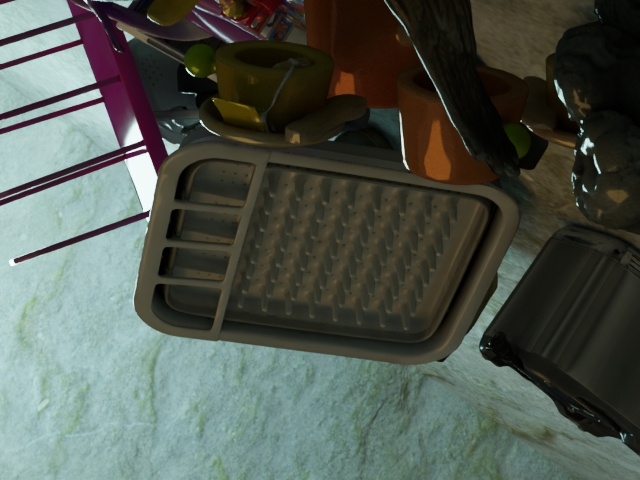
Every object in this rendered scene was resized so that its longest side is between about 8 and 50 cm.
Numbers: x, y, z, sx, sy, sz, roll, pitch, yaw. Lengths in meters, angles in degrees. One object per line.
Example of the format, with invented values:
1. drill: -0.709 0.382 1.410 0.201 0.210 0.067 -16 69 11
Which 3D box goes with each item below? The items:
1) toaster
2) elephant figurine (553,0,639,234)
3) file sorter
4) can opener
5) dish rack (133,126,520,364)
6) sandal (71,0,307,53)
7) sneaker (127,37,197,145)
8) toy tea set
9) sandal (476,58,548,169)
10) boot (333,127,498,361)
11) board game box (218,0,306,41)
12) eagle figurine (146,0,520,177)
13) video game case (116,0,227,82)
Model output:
1. toaster: 0.252 0.087 1.346 0.227 0.146 0.129 36 171 -29
2. elephant figurine: 0.220 -0.062 0.578 0.186 0.169 0.239 4 173 -34
3. file sorter: -0.279 -0.131 1.488 0.202 0.182 0.290 174 76 -76
4. can opener: -0.068 -0.137 1.410 0.074 0.093 0.280 -9 -169 -40
5. dish rack: 0.000 0.000 1.401 0.333 0.072 0.285 9 138 -9
6. sandal: -0.148 -0.210 1.268 0.416 0.102 0.169 30 172 21
7. sneaker: -0.082 -0.136 1.579 0.297 0.111 0.129 34 151 -4
8. toy tea set: 0.100 -0.113 0.838 0.336 0.124 0.200 13 -155 19
9. sandal: 0.079 -0.119 1.091 0.254 0.054 0.097 38 172 -31
10. boot: 0.101 -0.016 1.547 0.112 0.115 0.305 27 152 46
11. board game box: -0.074 -0.196 1.116 0.169 0.033 0.133 34 176 6
12. eagle figurine: 0.001 -0.168 0.566 0.298 0.225 0.226 20 -163 -11
13. video game case: -0.123 -0.193 1.376 0.122 0.011 0.087 29 -143 -5
